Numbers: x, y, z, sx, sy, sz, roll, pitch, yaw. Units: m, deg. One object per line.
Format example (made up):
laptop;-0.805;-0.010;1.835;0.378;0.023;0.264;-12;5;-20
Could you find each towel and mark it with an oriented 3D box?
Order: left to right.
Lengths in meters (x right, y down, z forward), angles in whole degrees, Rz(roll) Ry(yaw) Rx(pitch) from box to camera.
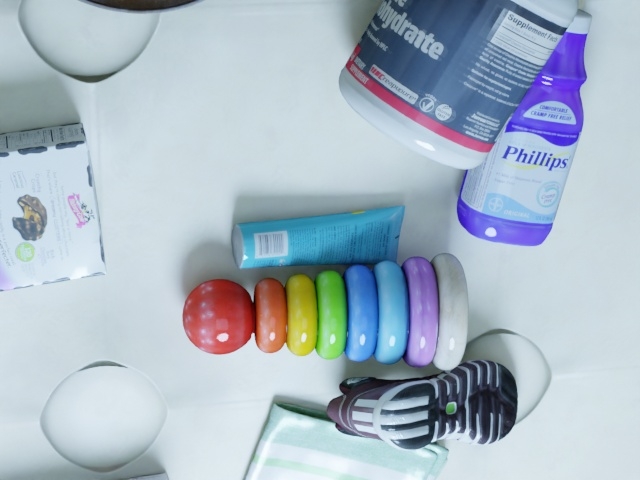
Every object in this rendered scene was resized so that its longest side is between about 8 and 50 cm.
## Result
towel;0.002;0.379;2.017;0.247;0.038;0.325;15;108;-18

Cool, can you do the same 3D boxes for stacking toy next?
stacking toy;0.002;0.083;1.848;0.330;0.141;0.141;1;112;-7

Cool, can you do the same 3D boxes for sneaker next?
sneaker;0.115;0.196;1.940;0.281;0.162;0.106;5;88;-50

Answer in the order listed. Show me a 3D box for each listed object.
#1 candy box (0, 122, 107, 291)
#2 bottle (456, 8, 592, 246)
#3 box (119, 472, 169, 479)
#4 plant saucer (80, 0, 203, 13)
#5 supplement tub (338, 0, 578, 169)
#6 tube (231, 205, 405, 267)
candy box;-0.347;-0.032;1.741;0.196;0.070;0.165;-9;114;-9
bottle;0.247;-0.136;1.831;0.118;0.092;0.283;7;110;-22
box;-0.272;0.370;1.908;0.203;0.103;0.114;-7;114;-11
plant saucer;-0.195;-0.380;1.600;0.310;0.050;0.311;2;126;3
supplement tub;0.160;-0.233;1.710;0.191;0.191;0.272;25;106;-22
tube;0.000;0.000;1.855;0.207;0.052;0.080;-3;125;-18
